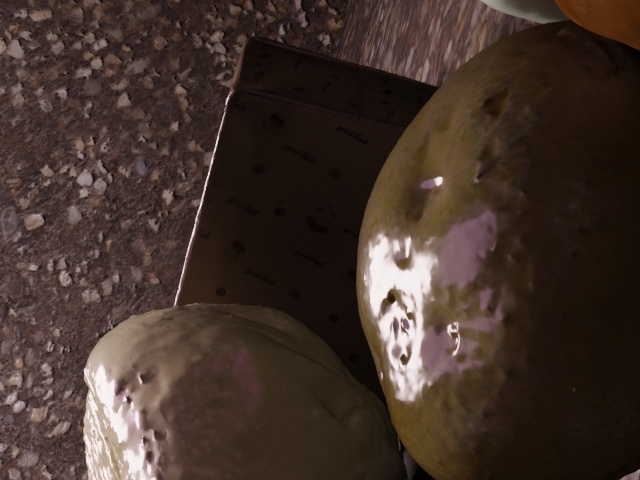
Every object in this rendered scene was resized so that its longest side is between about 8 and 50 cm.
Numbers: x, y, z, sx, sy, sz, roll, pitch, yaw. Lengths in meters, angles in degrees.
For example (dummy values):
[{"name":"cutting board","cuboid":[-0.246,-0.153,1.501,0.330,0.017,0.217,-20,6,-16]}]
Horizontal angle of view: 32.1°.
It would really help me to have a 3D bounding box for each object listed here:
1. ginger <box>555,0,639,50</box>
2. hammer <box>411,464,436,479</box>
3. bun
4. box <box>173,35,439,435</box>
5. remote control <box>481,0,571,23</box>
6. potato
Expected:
[{"name":"ginger","cuboid":[0.132,-0.155,0.395,0.321,0.165,0.172,-79,-2,-61]},{"name":"hammer","cuboid":[0.098,0.170,0.662,0.292,0.029,0.058,-133,55,-81]},{"name":"bun","cuboid":[-0.040,0.218,0.804,0.365,0.219,0.365,167,90,-70]},{"name":"box","cuboid":[0.000,0.000,0.983,0.190,0.225,0.297,-91,16,-65]},{"name":"remote control","cuboid":[0.142,-0.215,0.624,0.335,0.127,0.066,-84,12,-51]},{"name":"potato","cuboid":[0.097,0.002,0.459,0.178,0.160,0.235,-43,21,46]}]
